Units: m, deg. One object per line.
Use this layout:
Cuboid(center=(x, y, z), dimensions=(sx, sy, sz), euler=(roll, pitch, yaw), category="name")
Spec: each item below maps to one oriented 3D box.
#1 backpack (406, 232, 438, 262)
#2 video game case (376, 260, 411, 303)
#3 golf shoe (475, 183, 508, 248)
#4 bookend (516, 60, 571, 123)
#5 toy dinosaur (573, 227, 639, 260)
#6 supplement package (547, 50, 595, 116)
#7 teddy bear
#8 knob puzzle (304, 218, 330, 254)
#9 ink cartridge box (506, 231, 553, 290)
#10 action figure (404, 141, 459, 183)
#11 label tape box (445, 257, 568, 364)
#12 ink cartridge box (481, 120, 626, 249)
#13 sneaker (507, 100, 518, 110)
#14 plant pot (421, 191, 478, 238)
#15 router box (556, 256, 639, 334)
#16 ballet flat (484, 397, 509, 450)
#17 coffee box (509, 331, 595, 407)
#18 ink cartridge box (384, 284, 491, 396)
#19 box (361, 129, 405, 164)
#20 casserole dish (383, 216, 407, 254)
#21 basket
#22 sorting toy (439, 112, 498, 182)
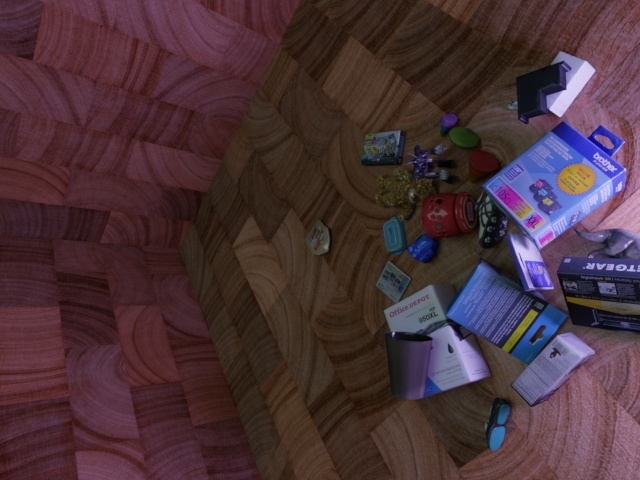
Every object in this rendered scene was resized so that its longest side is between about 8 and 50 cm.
Cuboid(center=(0.462, 0.034, 1.861), dimensions=(0.120, 0.098, 0.101), euler=(-49, 60, 16), category="backpack")
Cuboid(center=(0.348, 0.198, 2.021), dimensions=(0.157, 0.019, 0.143), euler=(42, 115, 43), category="video game case")
Cuboid(center=(0.667, -0.100, 1.662), dimensions=(0.120, 0.105, 0.272), euler=(17, 92, 63), category="golf shoe")
Cuboid(center=(0.765, -0.502, 1.448), dimensions=(0.157, 0.072, 0.156), euler=(-7, 81, 48), category="bookend")
Cuboid(center=(0.955, 0.037, 1.319), dimensions=(0.160, 0.121, 0.313), euler=(-53, 44, 14), category="toy dinosaur")
Cuboid(center=(0.848, -0.550, 1.496), dimensions=(0.105, 0.105, 0.179), euler=(52, 123, 39), category="supplement package")
Cuboid(center=(0.376, -0.222, 1.977), dimensions=(0.338, 0.113, 0.245), euler=(39, 115, 44), category="teddy bear")
Cuboid(center=(0.000, 0.000, 2.425), dimensions=(0.213, 0.030, 0.213), euler=(-9, 77, 47), category="knob puzzle")
Cuboid(center=(0.720, 0.076, 1.480), dimensions=(0.045, 0.208, 0.206), euler=(-30, 63, 42), category="ink cartridge box")
Cuboid(center=(0.475, -0.318, 1.753), dimensions=(0.141, 0.276, 0.163), euler=(-7, 80, 48), category="action figure")
Cuboid(center=(0.673, 0.257, 1.558), dimensions=(0.334, 0.106, 0.240), euler=(31, 111, 13), category="label tape box")
Cuboid(center=(0.800, -0.204, 1.422), dimensions=(0.395, 0.151, 0.270), euler=(-40, 56, 14), category="ink cartridge box")
Cuboid(center=(0.765, -0.522, 1.640), dimensions=(0.083, 0.032, 0.036), euler=(29, 107, 46), category="sneaker")
Cuboid(center=(0.530, -0.107, 1.730), dimensions=(0.174, 0.191, 0.191), euler=(-7, 80, 45), category="plant pot")
Cuboid(center=(0.900, 0.167, 1.256), dimensions=(0.309, 0.242, 0.081), euler=(2, 42, 48), category="router box")
Cuboid(center=(0.656, 0.680, 1.586), dimensions=(0.074, 0.074, 0.203), euler=(21, 107, 47), category="ballet flat")
Cuboid(center=(0.776, 0.432, 1.423), dimensions=(0.098, 0.141, 0.246), euler=(50, 122, 39), category="coffee box")
Cuboid(center=(0.467, 0.414, 1.748), dimensions=(0.285, 0.166, 0.394), euler=(-39, 58, 38), category="ink cartridge box")
Cuboid(center=(0.312, -0.460, 2.127), dimensions=(0.233, 0.044, 0.159), euler=(9, 92, 48), category="box")
Cuboid(center=(0.352, -0.025, 2.033), dimensions=(0.114, 0.037, 0.188), euler=(-22, 68, 44), category="casserole dish")
Cuboid(center=(0.341, 0.486, 1.648), dimensions=(0.204, 0.154, 0.226), euler=(-2, 88, 50), category="basket")
Cuboid(center=(0.597, -0.377, 1.783), dimensions=(0.126, 0.127, 0.365), euler=(101, 152, -52), category="sorting toy")
